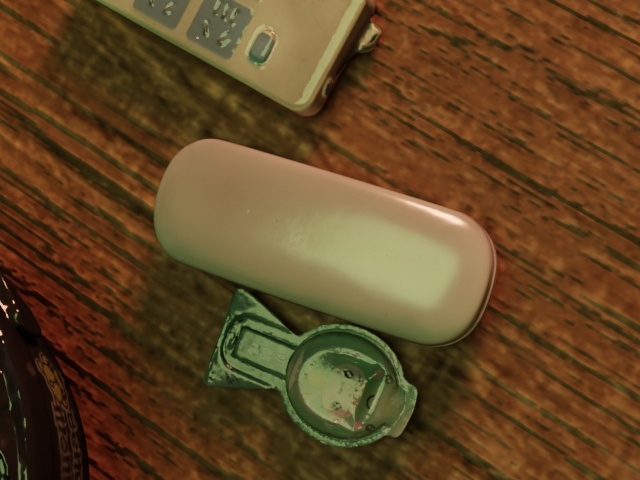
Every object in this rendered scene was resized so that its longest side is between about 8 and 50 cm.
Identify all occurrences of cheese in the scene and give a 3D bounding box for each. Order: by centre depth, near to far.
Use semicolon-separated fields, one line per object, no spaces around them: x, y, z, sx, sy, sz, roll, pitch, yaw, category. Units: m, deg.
-0.004;0.074;0.774;0.120;0.026;0.067;21;91;18;cheese

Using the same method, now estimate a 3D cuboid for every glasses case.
0.000;0.000;0.767;0.197;0.049;0.076;17;90;18;glasses case

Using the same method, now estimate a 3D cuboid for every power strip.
-0.058;-0.144;0.806;0.192;0.035;0.081;31;95;18;power strip

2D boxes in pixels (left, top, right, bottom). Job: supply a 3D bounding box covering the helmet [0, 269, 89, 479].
-0.229;0.123;0.771;0.230;0.160;0.279;-11;70;16;helmet
